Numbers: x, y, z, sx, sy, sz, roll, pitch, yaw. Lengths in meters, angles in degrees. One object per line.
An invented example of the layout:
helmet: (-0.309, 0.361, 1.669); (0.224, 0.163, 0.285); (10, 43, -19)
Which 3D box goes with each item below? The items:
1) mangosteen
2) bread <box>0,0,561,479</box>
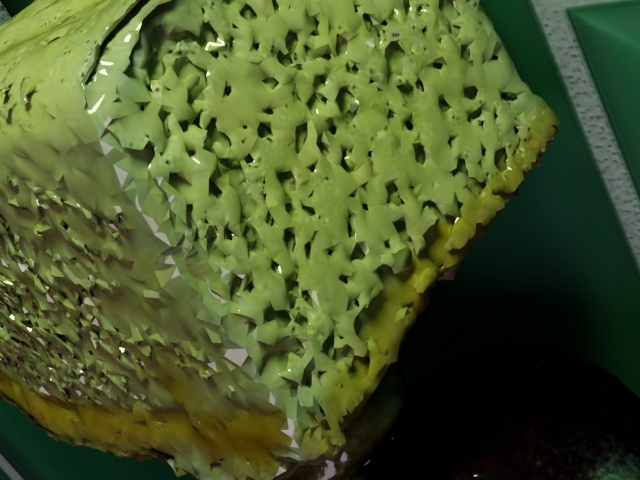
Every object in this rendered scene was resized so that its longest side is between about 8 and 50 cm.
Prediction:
mangosteen: (0.093, 0.188, 0.917); (0.288, 0.288, 0.288); (15, 142, 12)
bread: (-0.070, -0.044, 0.793); (0.315, 0.279, 0.248); (12, 143, 55)
